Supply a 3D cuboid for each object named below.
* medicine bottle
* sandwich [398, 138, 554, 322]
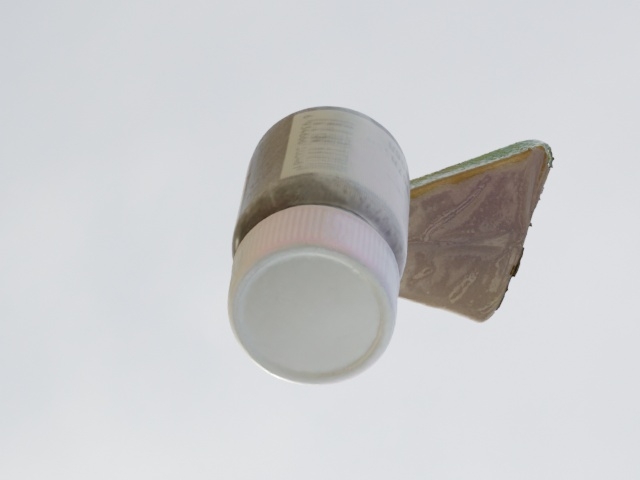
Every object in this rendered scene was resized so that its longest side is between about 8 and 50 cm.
[{"bbox_3d":[0.000,0.000,1.638,0.165,0.165,0.273,-43,-161,25],"label":"medicine bottle"},{"bbox_3d":[0.165,-0.034,2.195,0.063,0.212,0.245,30,-78,62],"label":"sandwich"}]
